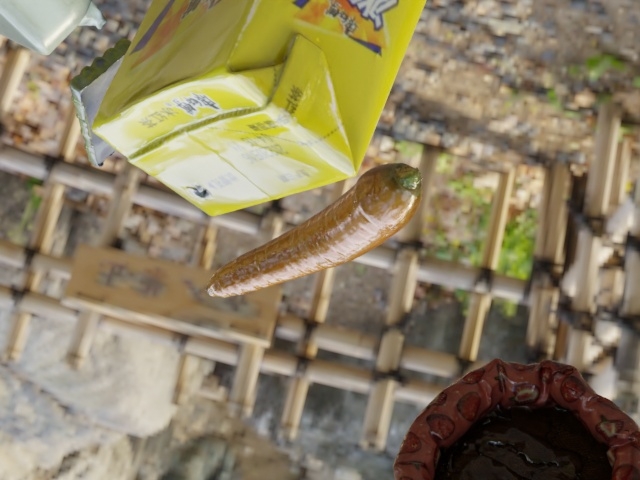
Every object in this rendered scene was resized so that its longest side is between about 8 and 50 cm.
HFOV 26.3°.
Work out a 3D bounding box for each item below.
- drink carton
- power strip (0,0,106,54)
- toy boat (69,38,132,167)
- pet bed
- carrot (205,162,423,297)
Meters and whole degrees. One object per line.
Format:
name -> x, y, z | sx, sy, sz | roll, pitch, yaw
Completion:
drink carton -> 0.001, -0.196, 0.848 | 0.111, 0.351, 0.154 | 37, 151, -27
power strip -> -0.226, -0.195, 0.707 | 0.270, 0.046, 0.118 | 45, 169, -31
toy boat -> -0.162, -0.105, 1.063 | 0.016, 0.063, 0.115 | 40, 159, 18
pet bed -> 0.147, 0.168, 0.984 | 0.201, 0.201, 0.053 | 8, 134, 13
carrot -> 0.000, 0.000, 1.232 | 0.271, 0.066, 0.062 | -31, 97, 43
